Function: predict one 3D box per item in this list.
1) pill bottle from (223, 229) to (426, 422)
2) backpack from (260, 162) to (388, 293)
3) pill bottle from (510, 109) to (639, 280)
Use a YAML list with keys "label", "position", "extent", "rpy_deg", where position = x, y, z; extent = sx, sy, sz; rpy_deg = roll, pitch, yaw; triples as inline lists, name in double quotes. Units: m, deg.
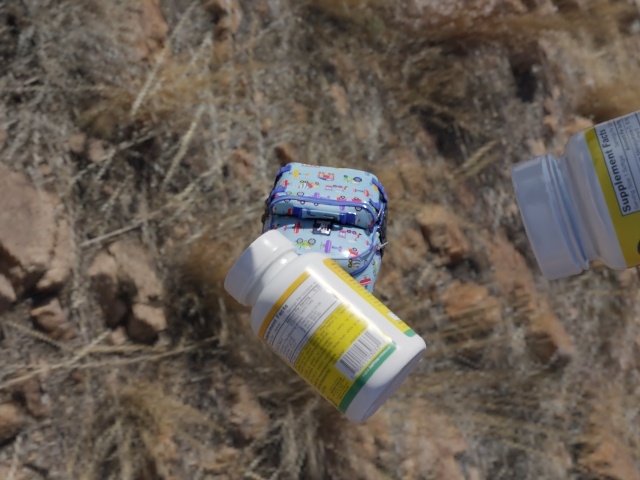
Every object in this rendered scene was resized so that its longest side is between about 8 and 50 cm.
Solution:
- label: "pill bottle"
  position: [0.000, 0.087, 1.154]
  extent: [0.208, 0.117, 0.118]
  rpy_deg: [40, 26, 13]
- label: "backpack"
  position: [0.000, 0.000, 1.283]
  extent: [0.173, 0.158, 0.116]
  rpy_deg: [-74, 172, -56]
- label: "pill bottle"
  position: [0.264, -0.045, 0.847]
  extent: [0.119, 0.209, 0.119]
  rpy_deg: [-19, 90, -74]
